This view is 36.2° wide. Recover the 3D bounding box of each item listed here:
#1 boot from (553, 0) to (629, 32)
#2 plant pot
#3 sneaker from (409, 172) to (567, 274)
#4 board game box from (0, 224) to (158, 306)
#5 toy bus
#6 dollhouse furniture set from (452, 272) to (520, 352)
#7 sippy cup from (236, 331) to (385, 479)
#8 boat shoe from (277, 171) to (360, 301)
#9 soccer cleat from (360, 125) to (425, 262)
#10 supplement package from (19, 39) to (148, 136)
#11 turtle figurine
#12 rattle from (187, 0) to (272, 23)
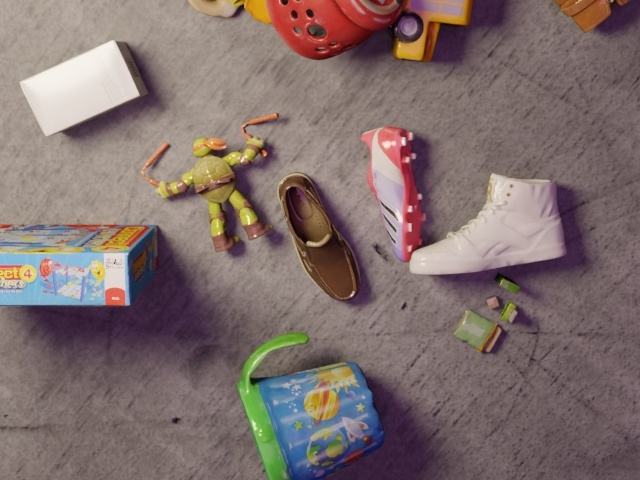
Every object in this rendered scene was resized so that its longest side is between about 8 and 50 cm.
[{"bbox_3d":[0.490,-0.514,1.662,0.283,0.109,0.220,-40,98,8],"label":"boot"},{"bbox_3d":[0.033,-0.410,1.606,0.174,0.191,0.191,-13,105,46],"label":"plant pot"},{"bbox_3d":[0.292,-0.035,1.762,0.292,0.108,0.169,-10,100,-9],"label":"sneaker"},{"bbox_3d":[-0.445,0.036,1.652,0.301,0.308,0.086,0,99,-2],"label":"board game box"},{"bbox_3d":[0.198,-0.471,1.668,0.130,0.108,0.333,6,100,-4],"label":"toy bus"},{"bbox_3d":[0.315,0.139,1.812,0.076,0.058,0.152,28,99,-6],"label":"dollhouse furniture set"},{"bbox_3d":[-0.011,0.330,1.772,0.224,0.240,0.306,-20,140,-8],"label":"sippy cup"},{"bbox_3d":[-0.007,0.004,1.761,0.095,0.095,0.258,-29,100,4],"label":"boat shoe"},{"bbox_3d":[0.129,-0.083,1.766,0.095,0.083,0.248,2,108,28],"label":"soccer cleat"},{"bbox_3d":[-0.407,-0.264,1.697,0.179,0.105,0.105,-24,101,3],"label":"supplement package"},{"bbox_3d":[-0.168,-0.101,1.741,0.269,0.087,0.217,-23,101,3],"label":"turtle figurine"},{"bbox_3d":[-0.184,-0.426,1.620,0.130,0.143,0.199,-36,142,24],"label":"rattle"}]
